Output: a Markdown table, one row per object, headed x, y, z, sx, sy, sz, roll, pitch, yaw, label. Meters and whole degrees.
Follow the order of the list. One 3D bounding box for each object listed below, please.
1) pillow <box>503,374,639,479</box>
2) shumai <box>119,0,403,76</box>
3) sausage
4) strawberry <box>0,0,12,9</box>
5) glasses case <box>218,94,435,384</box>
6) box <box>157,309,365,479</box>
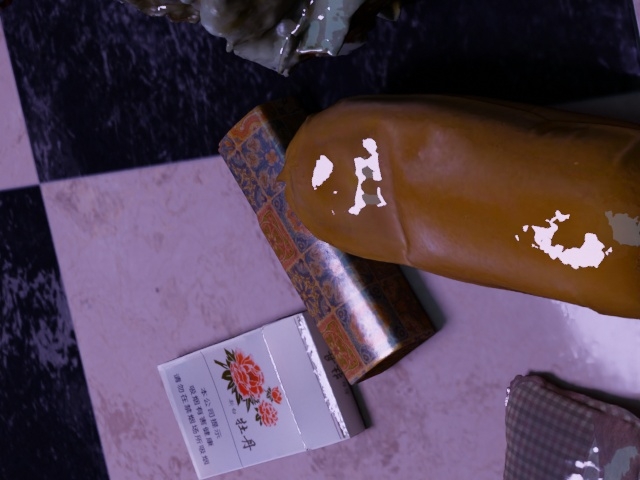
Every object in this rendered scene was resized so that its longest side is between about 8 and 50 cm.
| x | y | z | sx | sy | sz | roll | pitch | yaw | label |
| --- | --- | --- | --- | --- | --- | --- | --- | --- | --- |
| 0.168 | 0.210 | 1.337 | 0.135 | 0.034 | 0.211 | 19 | 103 | 42 | pillow |
| -0.021 | -0.217 | 1.287 | 0.218 | 0.256 | 0.189 | 54 | 166 | -24 | shumai |
| 0.111 | -0.034 | 1.284 | 0.354 | 0.116 | 0.134 | 15 | 128 | 43 | sausage |
| -0.326 | -0.226 | 1.613 | 0.145 | 0.145 | 0.086 | -12 | 107 | 45 | strawberry |
| 0.000 | 0.000 | 1.443 | 0.075 | 0.049 | 0.218 | -40 | 75 | 43 | glasses case |
| -0.054 | 0.130 | 1.552 | 0.198 | 0.029 | 0.109 | -22 | 88 | 46 | box |
